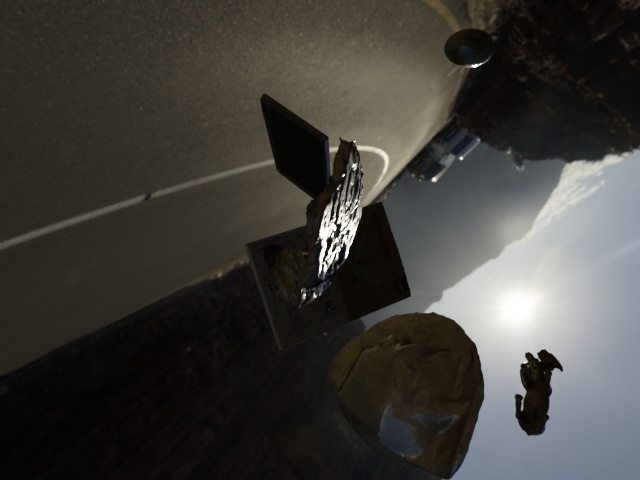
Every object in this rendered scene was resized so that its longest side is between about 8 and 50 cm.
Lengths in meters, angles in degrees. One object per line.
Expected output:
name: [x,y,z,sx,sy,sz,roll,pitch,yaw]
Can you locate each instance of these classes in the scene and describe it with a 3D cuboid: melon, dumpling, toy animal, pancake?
melon: [0.388,-0.501,1.266,0.130,0.098,0.098,-7,171,-7]
dumpling: [0.189,0.299,1.040,0.395,0.233,0.316,17,-112,54]
toy animal: [0.481,0.329,1.089,0.186,0.093,0.214,48,55,-49]
pancake: [0.001,0.000,0.625,0.257,0.056,0.212,78,33,-63]

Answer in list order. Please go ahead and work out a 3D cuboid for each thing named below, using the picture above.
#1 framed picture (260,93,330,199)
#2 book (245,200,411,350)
framed picture: [-0.049,-0.186,1.084,0.023,0.189,0.260,-43,156,-19]
book: [0.025,0.063,0.983,0.310,0.217,0.021,-19,-179,-22]
